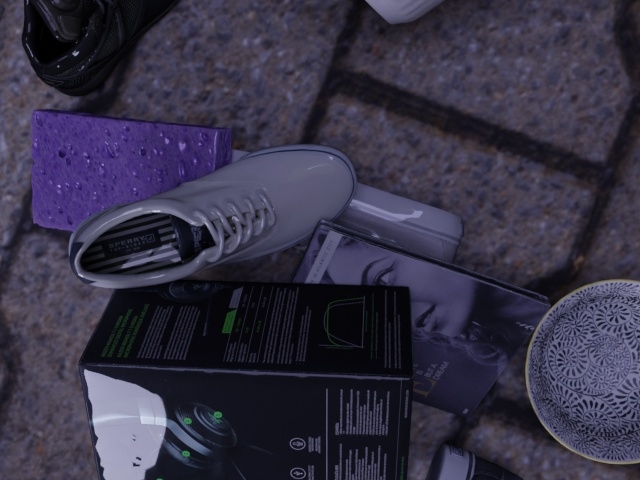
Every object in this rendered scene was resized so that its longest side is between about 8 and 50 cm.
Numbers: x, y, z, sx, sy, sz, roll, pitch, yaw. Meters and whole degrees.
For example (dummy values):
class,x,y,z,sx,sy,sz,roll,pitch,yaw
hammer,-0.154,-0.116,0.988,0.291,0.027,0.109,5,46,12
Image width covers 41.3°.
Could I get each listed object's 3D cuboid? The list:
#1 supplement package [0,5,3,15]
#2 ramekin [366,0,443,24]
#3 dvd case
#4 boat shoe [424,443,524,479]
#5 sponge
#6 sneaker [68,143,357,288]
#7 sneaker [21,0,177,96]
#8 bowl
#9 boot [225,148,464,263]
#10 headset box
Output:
class,x,y,z,sx,sy,sz,roll,pitch,yaw
supplement package,-0.463,-0.230,0.812,0.244,0.139,0.133,25,91,3
ramekin,0.032,-0.306,0.726,0.127,0.273,0.273,-43,89,14
dvd case,0.074,0.079,0.785,0.221,0.018,0.164,19,126,-9
boat shoe,0.111,0.353,0.816,0.102,0.108,0.301,22,86,4
sponge,-0.185,-0.059,0.811,0.210,0.031,0.117,9,105,22
sneaker,-0.087,-0.011,0.720,0.258,0.091,0.094,-20,107,-4
sneaker,-0.198,-0.242,0.802,0.087,0.130,0.227,41,91,0
bowl,0.273,0.118,0.807,0.170,0.080,0.170,0,91,3
boot,0.000,0.000,0.812,0.258,0.095,0.123,18,89,4
headset box,-0.064,0.171,0.758,0.283,0.131,0.246,1,120,4
